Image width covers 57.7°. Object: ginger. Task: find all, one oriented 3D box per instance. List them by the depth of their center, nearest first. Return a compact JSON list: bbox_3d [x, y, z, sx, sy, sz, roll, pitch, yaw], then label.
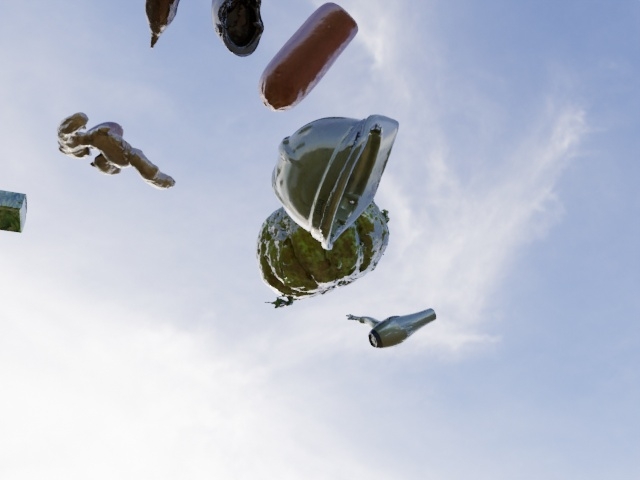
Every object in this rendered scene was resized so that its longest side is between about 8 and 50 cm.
[{"bbox_3d":[-0.431,-0.174,1.218,0.149,0.065,0.259,-12,-33,44],"label":"ginger"}]

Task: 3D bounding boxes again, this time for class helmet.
[{"bbox_3d":[0.005,-0.110,0.868,0.137,0.257,0.204,25,-62,12],"label":"helmet"},{"bbox_3d":[-0.160,-0.406,1.064,0.070,0.098,0.123,31,-53,38],"label":"helmet"}]

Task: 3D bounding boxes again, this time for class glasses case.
[{"bbox_3d":[-0.841,-0.087,1.358,0.272,0.062,0.095,10,-42,-19],"label":"glasses case"}]

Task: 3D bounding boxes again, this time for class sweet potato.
[{"bbox_3d":[-0.234,-0.332,0.845,0.049,0.049,0.117,24,-54,-6],"label":"sweet potato"}]

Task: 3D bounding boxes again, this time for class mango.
[{"bbox_3d":[-0.552,-0.263,1.474,0.077,0.127,0.063,-24,-79,35],"label":"mango"}]

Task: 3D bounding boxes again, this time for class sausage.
[{"bbox_3d":[-0.033,-0.382,1.229,0.113,0.113,0.259,40,-100,-14],"label":"sausage"}]

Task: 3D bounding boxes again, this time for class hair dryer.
[{"bbox_3d":[0.161,0.179,1.303,0.167,0.199,0.067,-13,-79,-14],"label":"hair dryer"}]

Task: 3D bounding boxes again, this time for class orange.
[{"bbox_3d":[0.000,0.000,1.256,0.301,0.300,0.223,-29,-98,35],"label":"orange"}]
